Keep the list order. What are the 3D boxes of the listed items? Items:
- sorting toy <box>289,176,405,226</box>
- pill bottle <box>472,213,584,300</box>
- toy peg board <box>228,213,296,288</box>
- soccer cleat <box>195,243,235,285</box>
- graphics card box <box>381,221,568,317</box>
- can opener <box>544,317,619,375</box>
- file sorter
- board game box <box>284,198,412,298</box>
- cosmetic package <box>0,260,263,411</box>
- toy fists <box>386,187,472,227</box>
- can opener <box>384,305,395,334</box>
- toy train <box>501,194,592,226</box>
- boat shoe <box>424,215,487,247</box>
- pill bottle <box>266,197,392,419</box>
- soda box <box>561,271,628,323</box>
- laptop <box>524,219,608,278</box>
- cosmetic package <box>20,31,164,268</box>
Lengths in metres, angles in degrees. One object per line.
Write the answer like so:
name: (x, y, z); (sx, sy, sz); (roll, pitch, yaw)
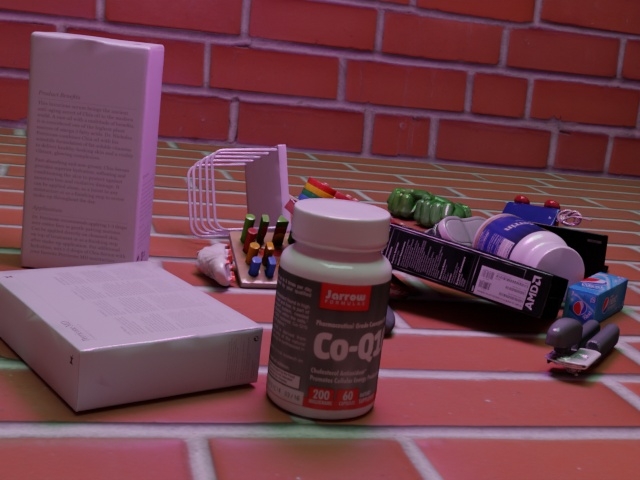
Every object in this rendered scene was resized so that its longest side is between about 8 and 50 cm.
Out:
sorting toy: (0.069, -0.056, 2.199); (0.255, 0.089, 0.257); (25, 4, -36)
pill bottle: (0.461, 0.041, 2.073); (0.153, 0.153, 0.264); (2, 14, -19)
toy peg board: (-0.093, 0.016, 1.919); (0.161, 0.079, 0.161); (2, 40, -18)
soccer cleat: (-0.216, 0.052, 1.892); (0.076, 0.068, 0.196); (-11, 14, -5)
graphics card box: (0.296, 0.058, 1.871); (0.370, 0.094, 0.233); (17, 2, 22)
can opener: (0.470, 0.176, 1.648); (0.074, 0.093, 0.280); (13, 9, 29)
file sorter: (-0.195, -0.104, 2.135); (0.173, 0.193, 0.277); (-2, -2, -20)
board game box: (0.057, 0.017, 1.906); (0.281, 0.027, 0.145); (42, 12, 24)
cosmetic package: (-0.308, 0.129, 1.416); (0.284, 0.098, 0.377); (-1, 15, -37)
toy fists: (0.309, -0.097, 2.730); (0.142, 0.096, 0.279); (-3, 18, -35)
can opener: (0.071, 0.117, 1.778); (0.095, 0.076, 0.283); (37, 5, -15)
toy train: (0.593, -0.023, 2.379); (0.248, 0.105, 0.143); (12, -28, 40)
boat shoe: (0.356, 0.002, 2.304); (0.091, 0.114, 0.302); (-31, -29, 34)
pill bottle: (0.015, 0.093, 1.316); (0.161, 0.283, 0.161); (6, 13, -1)
soda box: (0.581, 0.121, 1.963); (0.067, 0.071, 0.210); (15, 15, 31)
laptop: (0.595, 0.011, 2.309); (0.234, 0.137, 0.264); (12, 14, 20)
cosmetic package: (-0.449, -0.170, 1.843); (0.230, 0.454, 0.161); (7, 13, 0)
